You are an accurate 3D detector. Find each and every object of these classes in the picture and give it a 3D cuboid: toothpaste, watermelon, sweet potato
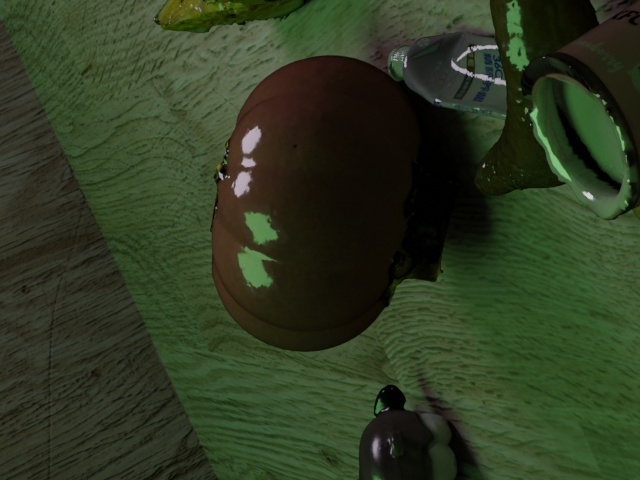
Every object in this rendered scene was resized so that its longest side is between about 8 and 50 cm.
[{"bbox_3d":[0.155,-0.137,1.427,0.301,0.048,0.075,20,114,55],"label":"toothpaste"},{"bbox_3d":[-0.095,-0.281,1.822,0.123,0.129,0.301,64,158,-9],"label":"watermelon"},{"bbox_3d":[0.174,-0.128,1.263,0.124,0.098,0.310,-117,19,-44],"label":"sweet potato"}]

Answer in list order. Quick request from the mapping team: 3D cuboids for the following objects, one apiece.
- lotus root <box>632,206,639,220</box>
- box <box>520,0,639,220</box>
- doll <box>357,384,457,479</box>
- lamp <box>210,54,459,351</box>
[{"bbox_3d":[0.261,-0.035,1.233,0.152,0.063,0.072,55,177,41],"label":"lotus root"},{"bbox_3d":[0.224,-0.095,1.141,0.151,0.135,0.151,56,163,27],"label":"box"},{"bbox_3d":[0.104,0.294,2.078,0.257,0.117,0.182,93,169,-61],"label":"doll"},{"bbox_3d":[0.016,-0.034,1.674,0.305,0.239,0.305,14,-90,-86],"label":"lamp"}]
